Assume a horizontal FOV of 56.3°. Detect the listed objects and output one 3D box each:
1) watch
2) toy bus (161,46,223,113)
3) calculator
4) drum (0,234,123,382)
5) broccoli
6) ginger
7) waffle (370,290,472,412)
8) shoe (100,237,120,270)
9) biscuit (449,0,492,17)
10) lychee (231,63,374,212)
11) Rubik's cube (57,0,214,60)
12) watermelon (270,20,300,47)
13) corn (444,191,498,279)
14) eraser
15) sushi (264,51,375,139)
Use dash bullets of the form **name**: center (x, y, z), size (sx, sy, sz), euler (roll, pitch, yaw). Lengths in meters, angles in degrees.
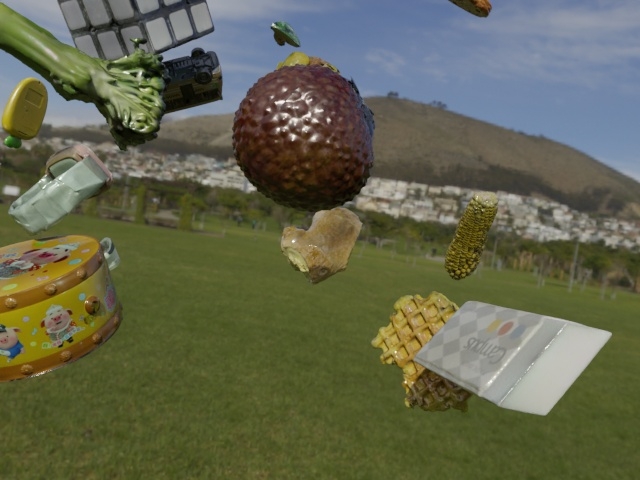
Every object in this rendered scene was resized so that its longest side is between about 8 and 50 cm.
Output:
- **watch**: center (-0.730, -0.128, 1.645), size (0.253, 0.241, 0.161), euler (-13, -57, 38)
- **toy bus**: center (-0.460, -0.509, 1.957), size (0.290, 0.139, 0.157), euler (-17, -35, -6)
- **calculator**: center (-0.931, -0.399, 1.888), size (0.032, 0.234, 0.146), euler (16, -4, 16)
- **drum**: center (-0.734, 0.154, 1.507), size (0.432, 0.214, 0.431), euler (-7, 21, 3)
- **broccoli**: center (-0.380, -0.267, 0.941), size (0.146, 0.164, 0.304), euler (3, -16, 42)
- **ginger**: center (0.000, 0.000, 1.724), size (0.221, 0.275, 0.130), euler (12, -41, -2)
- **waffle**: center (0.265, 0.274, 1.463), size (0.301, 0.281, 0.058), euler (35, 11, 39)
- **shoe**: center (-0.780, 0.084, 1.972), size (0.095, 0.110, 0.265), euler (20, 37, 21)
- **biscuit**: center (0.253, -0.502, 1.145), size (0.186, 0.036, 0.192), euler (35, 12, 6)
- **lychee**: center (-0.030, -0.171, 1.046), size (0.261, 0.260, 0.260), euler (9, 1, 0)
- **Rubik's cube**: center (-0.543, -0.697, 1.728), size (0.305, 0.303, 0.301), euler (2, 31, 33)
- **watermelon**: center (-0.125, -0.740, 2.163), size (0.101, 0.080, 0.155), euler (56, 4, 23)
- **corn**: center (0.366, -0.008, 1.453), size (0.087, 0.086, 0.288), euler (9, -41, 2)
- **eraser**: center (0.325, 0.200, 1.097), size (0.082, 0.213, 0.397), euler (44, -7, -5)
- **sushi**: center (-0.031, -0.351, 1.744), size (0.328, 0.328, 0.285), euler (-29, -18, 13)
